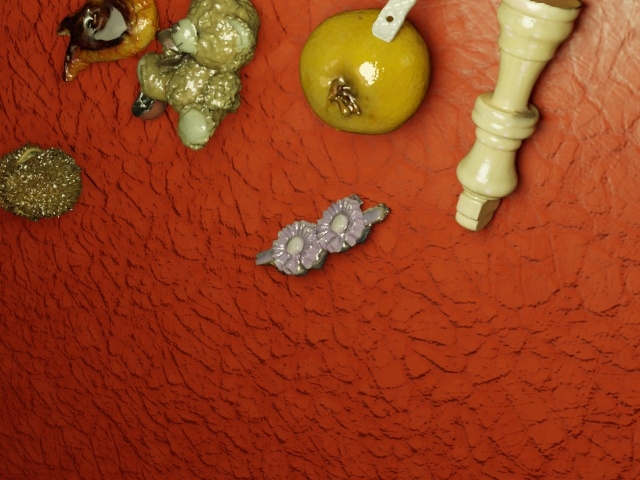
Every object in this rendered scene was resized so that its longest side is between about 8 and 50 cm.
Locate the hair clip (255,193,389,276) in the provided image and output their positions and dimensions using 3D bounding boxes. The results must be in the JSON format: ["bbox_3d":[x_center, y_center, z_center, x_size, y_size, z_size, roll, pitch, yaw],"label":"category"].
[{"bbox_3d":[0.000,0.000,1.753,0.292,0.084,0.106,-27,53,32],"label":"hair clip"}]

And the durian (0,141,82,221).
[{"bbox_3d":[-0.583,-0.118,1.951,0.196,0.196,0.166,-11,94,31],"label":"durian"}]

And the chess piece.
[{"bbox_3d":[0.287,-0.189,1.499,0.117,0.117,0.397,23,121,19],"label":"chess piece"}]

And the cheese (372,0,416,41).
[{"bbox_3d":[0.151,-0.405,1.435,0.127,0.054,0.251,28,85,16],"label":"cheese"}]

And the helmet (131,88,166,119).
[{"bbox_3d":[-0.314,-0.262,1.828,0.084,0.049,0.065,-58,41,8],"label":"helmet"}]

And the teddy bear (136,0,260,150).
[{"bbox_3d":[-0.193,-0.316,1.678,0.267,0.156,0.256,52,135,37],"label":"teddy bear"}]

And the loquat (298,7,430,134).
[{"bbox_3d":[0.069,-0.264,1.527,0.208,0.208,0.208,11,115,24],"label":"loquat"}]

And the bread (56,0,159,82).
[{"bbox_3d":[-0.394,-0.388,1.796,0.269,0.095,0.139,-14,77,44],"label":"bread"}]
